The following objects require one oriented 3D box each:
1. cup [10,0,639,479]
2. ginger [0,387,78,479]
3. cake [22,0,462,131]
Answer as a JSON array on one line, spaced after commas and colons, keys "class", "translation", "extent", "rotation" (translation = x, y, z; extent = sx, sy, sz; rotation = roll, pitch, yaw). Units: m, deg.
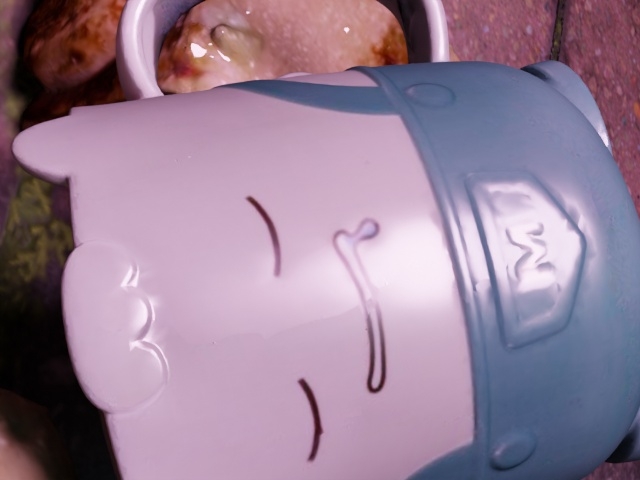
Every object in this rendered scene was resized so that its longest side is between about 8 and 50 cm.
[{"class": "cup", "translation": [0.000, 0.000, 0.518], "extent": [0.257, 0.219, 0.290], "rotation": [-11, 82, -13]}, {"class": "ginger", "translation": [-0.185, 0.201, 0.505], "extent": [0.244, 0.155, 0.304], "rotation": [-48, 152, -22]}, {"class": "cake", "translation": [-0.044, -0.096, 0.712], "extent": [0.293, 0.198, 0.196], "rotation": [47, 55, -27]}]
